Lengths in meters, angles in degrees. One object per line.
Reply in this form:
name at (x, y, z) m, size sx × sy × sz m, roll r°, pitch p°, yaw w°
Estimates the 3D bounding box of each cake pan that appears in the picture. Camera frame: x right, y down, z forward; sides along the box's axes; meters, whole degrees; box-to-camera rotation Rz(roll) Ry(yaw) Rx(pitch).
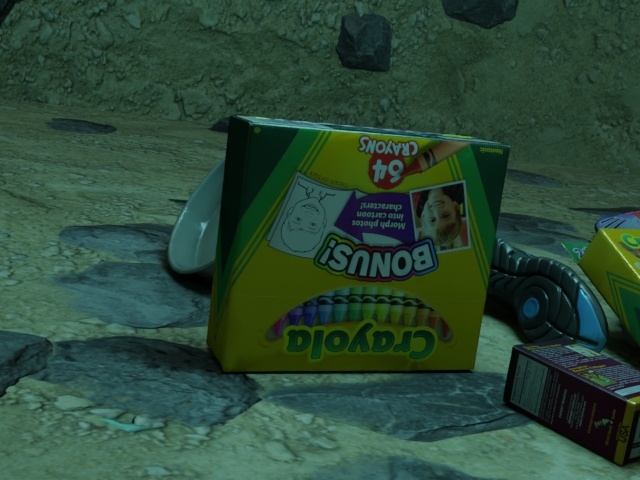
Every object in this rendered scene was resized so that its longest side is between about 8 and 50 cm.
cake pan at (-0.133, -0.055, 1.632) m, size 0.054 × 0.293 × 0.293 m, roll 40°, pitch -3°, yaw -28°

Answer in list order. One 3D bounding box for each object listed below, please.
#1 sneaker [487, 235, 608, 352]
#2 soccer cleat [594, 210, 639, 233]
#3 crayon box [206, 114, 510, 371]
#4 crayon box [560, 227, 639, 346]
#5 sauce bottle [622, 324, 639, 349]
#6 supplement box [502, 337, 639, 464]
sneaker at (0.362, 0.087, 1.592) m, size 0.140 × 0.125 × 0.341 m, roll 23°, pitch 13°, yaw -31°
soccer cleat at (0.738, -0.024, 2.286) m, size 0.109 × 0.116 × 0.318 m, roll 5°, pitch 14°, yaw -14°
crayon box at (0.049, 0.009, 1.310) m, size 0.363 × 0.313 × 0.106 m, roll 2°, pitch 11°, yaw -21°
crayon box at (0.540, 0.082, 1.523) m, size 0.203 × 0.083 × 0.323 m, roll 1°, pitch 40°, yaw -28°
sauce bottle at (0.566, 0.092, 1.710) m, size 0.111 × 0.111 × 0.344 m, roll 13°, pitch 23°, yaw 18°
supplement box at (0.331, 0.192, 1.221) m, size 0.104 × 0.080 × 0.188 m, roll -3°, pitch 18°, yaw -37°
